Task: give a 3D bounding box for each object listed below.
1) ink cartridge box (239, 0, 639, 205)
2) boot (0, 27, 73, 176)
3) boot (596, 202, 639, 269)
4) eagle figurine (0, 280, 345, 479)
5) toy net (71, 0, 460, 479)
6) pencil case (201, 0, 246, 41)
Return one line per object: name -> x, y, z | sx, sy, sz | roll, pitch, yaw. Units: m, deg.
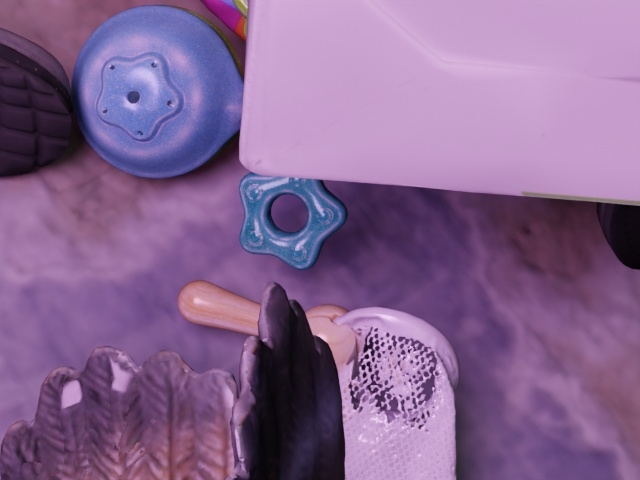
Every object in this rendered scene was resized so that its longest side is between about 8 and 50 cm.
ink cartridge box -> 0.086, -0.181, 0.654 | 0.207, 0.119, 0.353 | 5, 50, -2
boot -> -0.199, -0.128, 0.690 | 0.246, 0.083, 0.161 | 18, 52, -16
boot -> 0.121, -0.112, 0.754 | 0.229, 0.091, 0.263 | 59, 25, 9
eagle figurine -> -0.005, 0.178, 0.544 | 0.298, 0.226, 0.225 | 51, 22, -11
toy net -> 0.000, 0.000, 0.697 | 0.122, 0.045, 0.232 | -31, 91, 12
pencil case -> -0.032, -0.139, 0.742 | 0.236, 0.104, 0.104 | 42, 59, 2
